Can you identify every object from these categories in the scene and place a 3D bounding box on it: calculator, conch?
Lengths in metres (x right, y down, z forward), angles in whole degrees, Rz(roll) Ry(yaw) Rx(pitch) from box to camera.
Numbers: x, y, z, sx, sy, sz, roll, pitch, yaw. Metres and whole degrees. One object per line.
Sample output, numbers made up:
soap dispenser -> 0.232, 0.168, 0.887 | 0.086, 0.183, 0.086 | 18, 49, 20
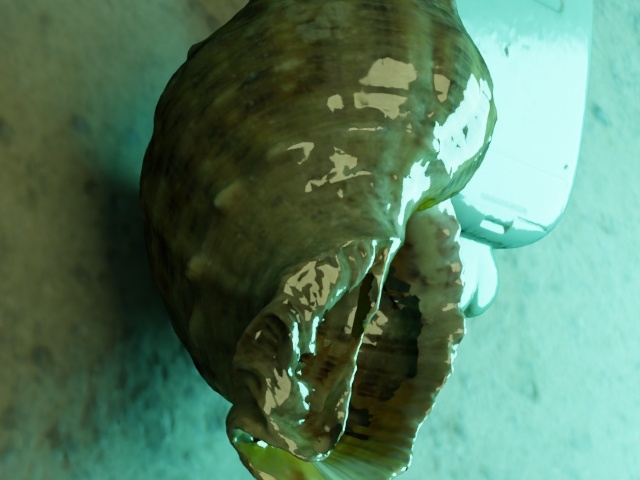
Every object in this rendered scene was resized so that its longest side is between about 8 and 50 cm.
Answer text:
calculator -> 0.100, -0.097, 1.069 | 0.184, 0.042, 0.295 | 16, 79, -49
conch -> -0.014, -0.006, 0.888 | 0.210, 0.159, 0.291 | 86, 25, -48
